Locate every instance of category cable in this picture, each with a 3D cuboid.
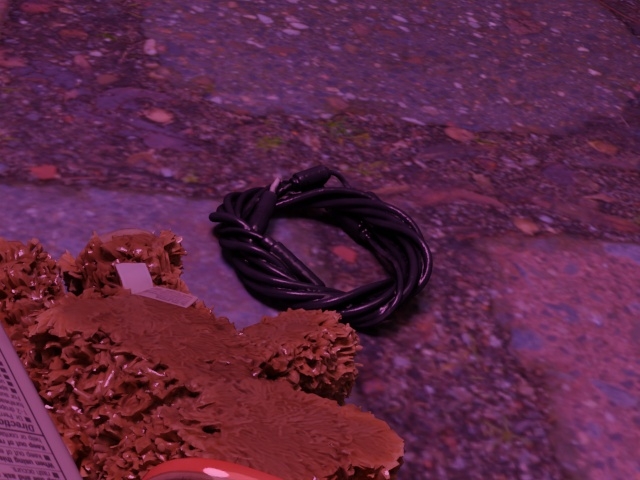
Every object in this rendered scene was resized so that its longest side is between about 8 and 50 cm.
[{"bbox_3d":[0.000,0.000,0.788,0.151,0.047,0.184,-5,37,-26],"label":"cable"}]

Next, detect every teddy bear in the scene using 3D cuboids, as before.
[{"bbox_3d":[-0.099,0.089,0.582,0.338,0.113,0.245,25,28,31],"label":"teddy bear"}]

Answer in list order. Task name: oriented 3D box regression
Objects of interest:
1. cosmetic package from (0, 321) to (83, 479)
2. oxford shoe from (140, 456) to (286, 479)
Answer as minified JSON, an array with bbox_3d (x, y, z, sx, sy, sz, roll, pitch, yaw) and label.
[{"bbox_3d":[-0.200,0.106,0.420,0.153,0.129,0.296,26,18,-49],"label":"cosmetic package"},{"bbox_3d":[0.022,0.193,0.376,0.271,0.097,0.098,45,41,-4],"label":"oxford shoe"}]
